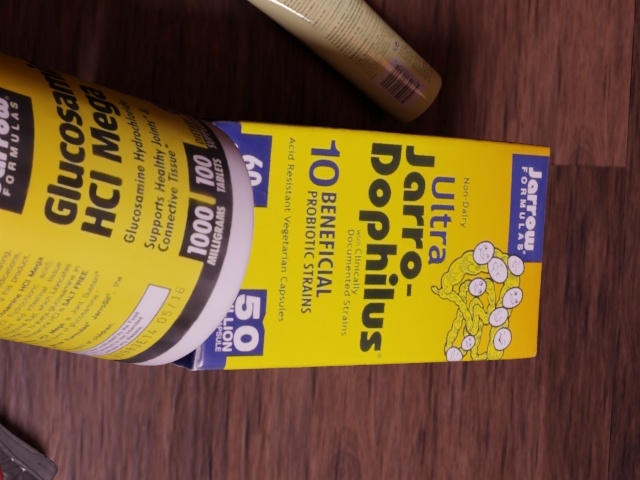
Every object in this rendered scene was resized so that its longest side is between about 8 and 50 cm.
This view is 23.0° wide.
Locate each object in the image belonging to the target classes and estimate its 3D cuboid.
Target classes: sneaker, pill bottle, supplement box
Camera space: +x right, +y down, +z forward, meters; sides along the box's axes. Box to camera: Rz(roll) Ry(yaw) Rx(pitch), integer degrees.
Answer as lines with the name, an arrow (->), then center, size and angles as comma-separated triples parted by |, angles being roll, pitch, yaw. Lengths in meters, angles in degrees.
sneaker -> -0.272, 0.194, 1.259 | 0.170, 0.051, 0.089 | 43, 65, -35
pill bottle -> -0.224, -0.031, 1.053 | 0.334, 0.188, 0.188 | 15, 86, -40
supplement box -> 0.000, 0.000, 1.349 | 0.356, 0.195, 0.194 | 1, 94, -37

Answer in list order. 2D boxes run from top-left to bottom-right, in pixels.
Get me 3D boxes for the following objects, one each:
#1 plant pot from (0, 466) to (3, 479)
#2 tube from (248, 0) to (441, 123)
plant pot -> -0.334, 0.124, 1.128 | 0.191, 0.191, 0.174 | -11, 93, -35
tube -> 0.011, -0.201, 1.426 | 0.240, 0.062, 0.070 | 39, 29, -27
